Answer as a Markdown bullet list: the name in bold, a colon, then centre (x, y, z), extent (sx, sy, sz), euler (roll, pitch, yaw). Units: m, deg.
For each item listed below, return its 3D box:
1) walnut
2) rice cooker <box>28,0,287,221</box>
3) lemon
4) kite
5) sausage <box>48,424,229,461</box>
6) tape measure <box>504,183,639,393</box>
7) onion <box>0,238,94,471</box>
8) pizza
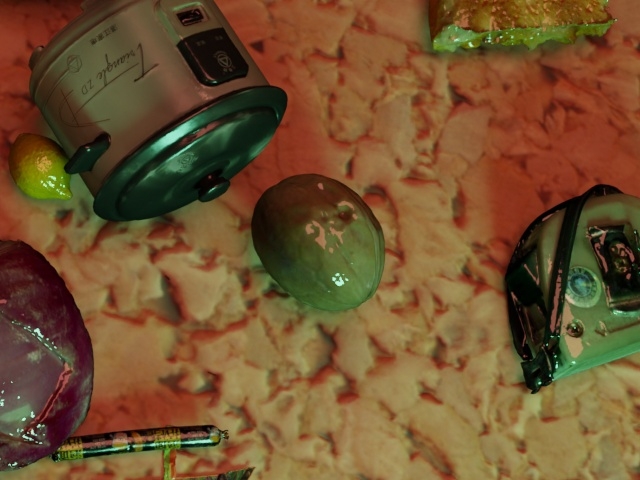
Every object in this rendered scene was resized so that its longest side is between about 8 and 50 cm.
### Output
- **walnut**: centre (0.000, 0.001, 1.925), extent (0.162, 0.140, 0.140), euler (41, 62, 17)
- **rice cooker**: centre (-0.169, -0.142, 1.864), extent (0.280, 0.241, 0.227), euler (-20, 73, -46)
- **lemon**: centre (-0.302, -0.078, 1.891), extent (0.065, 0.065, 0.092), euler (-36, 81, -27)
- **kite**: centre (-0.153, 0.271, 1.836), extent (0.190, 0.010, 0.159), euler (-4, 68, -21)
- **sausage**: centre (-0.193, 0.213, 1.832), extent (0.198, 0.025, 0.028), euler (-3, 56, -15)
- **tape measure**: centre (0.312, 0.045, 2.024), extent (0.235, 0.115, 0.207), euler (-16, 78, -23)
- **onion**: centre (-0.327, 0.101, 1.757), extent (0.250, 0.111, 0.247), euler (-22, 79, -44)
- **pizza**: centre (0.263, -0.324, 2.166), extent (0.226, 0.086, 0.335), euler (42, 64, -5)
